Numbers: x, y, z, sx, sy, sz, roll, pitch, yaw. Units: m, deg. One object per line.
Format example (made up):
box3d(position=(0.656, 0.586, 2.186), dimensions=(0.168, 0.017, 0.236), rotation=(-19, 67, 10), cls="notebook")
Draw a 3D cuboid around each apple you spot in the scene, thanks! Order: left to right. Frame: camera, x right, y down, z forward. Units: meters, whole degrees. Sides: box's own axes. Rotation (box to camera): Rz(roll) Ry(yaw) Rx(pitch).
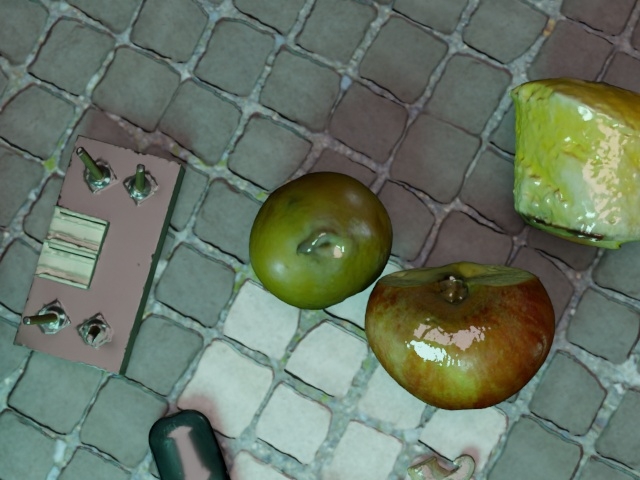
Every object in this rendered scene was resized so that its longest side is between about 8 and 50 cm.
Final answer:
box3d(position=(0.144, 0.094, 1.431), dimensions=(0.195, 0.173, 0.160), rotation=(-5, 80, 4), cls="apple")

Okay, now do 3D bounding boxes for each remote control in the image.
box3d(position=(-0.122, 0.289, 1.478), dimensions=(0.072, 0.042, 0.222), rotation=(-19, 82, -3), cls="remote control")

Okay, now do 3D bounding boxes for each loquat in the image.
box3d(position=(0.000, 0.000, 1.441), dimensions=(0.152, 0.195, 0.152), rotation=(-1, 95, -7), cls="loquat")

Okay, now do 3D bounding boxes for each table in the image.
box3d(position=(-0.241, 0.012, 1.485), dimensions=(0.122, 0.111, 0.240), rotation=(15, 83, 5), cls="table")

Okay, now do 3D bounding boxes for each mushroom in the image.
box3d(position=(0.120, 0.258, 1.486), dimensions=(0.101, 0.019, 0.049), rotation=(-26, 82, -2), cls="mushroom")

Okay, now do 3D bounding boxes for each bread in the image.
box3d(position=(0.284, -0.083, 1.451), dimensions=(0.197, 0.197, 0.170), rotation=(11, 89, 3), cls="bread")
